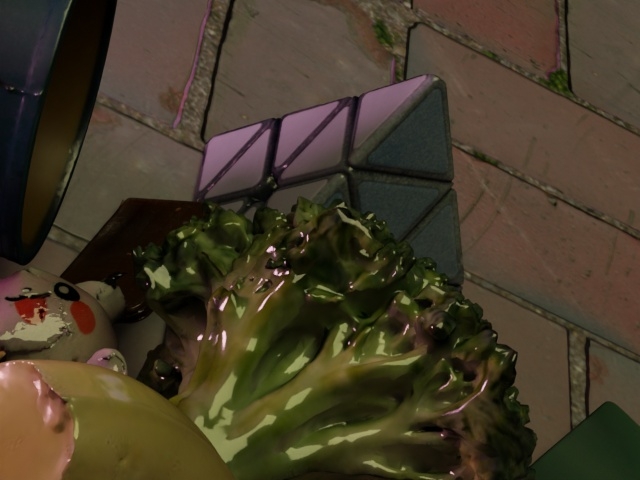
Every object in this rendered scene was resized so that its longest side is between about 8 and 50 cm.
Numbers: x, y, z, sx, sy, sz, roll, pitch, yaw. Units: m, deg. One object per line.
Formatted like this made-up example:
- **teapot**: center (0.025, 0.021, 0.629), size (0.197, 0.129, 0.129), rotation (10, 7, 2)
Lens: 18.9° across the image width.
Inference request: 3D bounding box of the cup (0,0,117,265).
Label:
- **cup**: center (-0.306, -0.153, 1.360), size (0.292, 0.242, 0.308), rotation (15, 34, -1)

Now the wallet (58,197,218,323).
- **wallet**: center (-0.146, 0.016, 1.495), size (0.095, 0.026, 0.176), rotation (1, 27, 19)

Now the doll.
- **doll**: center (-0.193, 0.095, 1.325), size (0.149, 0.095, 0.192), rotation (-7, 47, -11)

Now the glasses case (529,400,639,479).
- **glasses case**: center (0.220, 0.200, 1.604), size (0.078, 0.039, 0.184), rotation (45, 35, 12)

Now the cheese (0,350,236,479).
- **cheese**: center (-0.161, 0.184, 1.112), size (0.316, 0.260, 0.128), rotation (46, 28, -59)

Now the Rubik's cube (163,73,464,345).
- **Rubik's cube**: center (0.000, 0.002, 1.571), size (0.233, 0.229, 0.228), rotation (43, 44, -80)

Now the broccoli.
- **broccoli**: center (-0.014, 0.107, 1.293), size (0.245, 0.288, 0.248), rotation (-42, 119, -28)
